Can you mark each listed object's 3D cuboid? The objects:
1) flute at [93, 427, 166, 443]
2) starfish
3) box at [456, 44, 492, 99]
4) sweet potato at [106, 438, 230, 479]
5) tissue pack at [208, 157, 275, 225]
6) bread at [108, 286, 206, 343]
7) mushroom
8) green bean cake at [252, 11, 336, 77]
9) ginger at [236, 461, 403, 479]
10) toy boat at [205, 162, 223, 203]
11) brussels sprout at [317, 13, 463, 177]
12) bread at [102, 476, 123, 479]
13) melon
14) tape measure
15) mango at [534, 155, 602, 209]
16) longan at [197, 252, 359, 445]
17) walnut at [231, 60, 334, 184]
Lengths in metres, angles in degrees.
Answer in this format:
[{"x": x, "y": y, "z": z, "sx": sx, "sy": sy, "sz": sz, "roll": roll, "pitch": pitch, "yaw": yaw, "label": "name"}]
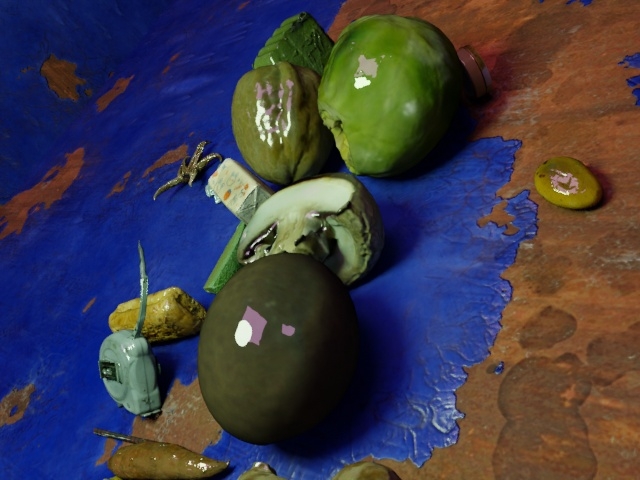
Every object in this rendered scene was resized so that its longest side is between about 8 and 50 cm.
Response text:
[{"x": -0.360, "y": 0.379, "z": 1.230, "sx": 0.269, "sy": 0.014, "sz": 0.014, "roll": -6, "pitch": 49, "yaw": 41, "label": "flute"}, {"x": -0.374, "y": -0.188, "z": 1.795, "sx": 0.238, "sy": 0.057, "sz": 0.213, "roll": -47, "pitch": 28, "yaw": -13, "label": "starfish"}, {"x": 0.292, "y": -0.326, "z": 1.253, "sx": 0.037, "sy": 0.106, "sz": 0.105, "roll": -29, "pitch": 37, "yaw": 2, "label": "box"}, {"x": -0.280, "y": 0.378, "z": 1.111, "sx": 0.314, "sy": 0.066, "sz": 0.072, "roll": -15, "pitch": 78, "yaw": 32, "label": "sweet potato"}, {"x": -0.142, "y": -0.084, "z": 1.377, "sx": 0.092, "sy": 0.148, "sz": 0.196, "roll": -51, "pitch": 36, "yaw": 1, "label": "tissue pack"}, {"x": -0.345, "y": 0.166, "z": 1.354, "sx": 0.211, "sy": 0.114, "sz": 0.083, "roll": -17, "pitch": 45, "yaw": 34, "label": "bread"}, {"x": -0.003, "y": -0.003, "z": 1.158, "sx": 0.267, "sy": 0.164, "sz": 0.190, "roll": -32, "pitch": 33, "yaw": 20, "label": "mushroom"}, {"x": -0.043, "y": -0.429, "z": 1.590, "sx": 0.113, "sy": 0.214, "sz": 0.200, "roll": 2, "pitch": 54, "yaw": 50, "label": "green bean cake"}, {"x": -0.041, "y": 0.425, "z": 0.747, "sx": 0.256, "sy": 0.176, "sz": 0.375, "roll": 11, "pitch": 60, "yaw": 31, "label": "ginger"}, {"x": -0.256, "y": -0.139, "z": 1.624, "sx": 0.066, "sy": 0.059, "sz": 0.140, "roll": -18, "pitch": 42, "yaw": 13, "label": "toy boat"}, {"x": 0.117, "y": -0.284, "z": 1.236, "sx": 0.344, "sy": 0.268, "sz": 0.344, "roll": -36, "pitch": 39, "yaw": 36, "label": "brussels sprout"}, {"x": -0.421, "y": 0.516, "z": 1.086, "sx": 0.233, "sy": 0.088, "sz": 0.160, "roll": -46, "pitch": 31, "yaw": -9, "label": "bread"}, {"x": -0.199, "y": 0.031, "z": 1.426, "sx": 0.114, "sy": 0.053, "sz": 0.262, "roll": -37, "pitch": 27, "yaw": 40, "label": "melon"}, {"x": -0.386, "y": 0.170, "z": 1.260, "sx": 0.164, "sy": 0.084, "sz": 0.331, "roll": -5, "pitch": 94, "yaw": 41, "label": "tape measure"}, {"x": 0.375, "y": -0.086, "z": 0.974, "sx": 0.079, "sy": 0.057, "sz": 0.114, "roll": -41, "pitch": 43, "yaw": -5, "label": "mango"}, {"x": -0.066, "y": 0.161, "z": 0.988, "sx": 0.300, "sy": 0.243, "sz": 0.300, "roll": -52, "pitch": 6, "yaw": 7, "label": "longan"}, {"x": -0.081, "y": -0.252, "z": 1.421, "sx": 0.283, "sy": 0.227, "sz": 0.283, "roll": 178, "pitch": 90, "yaw": -70, "label": "walnut"}]
